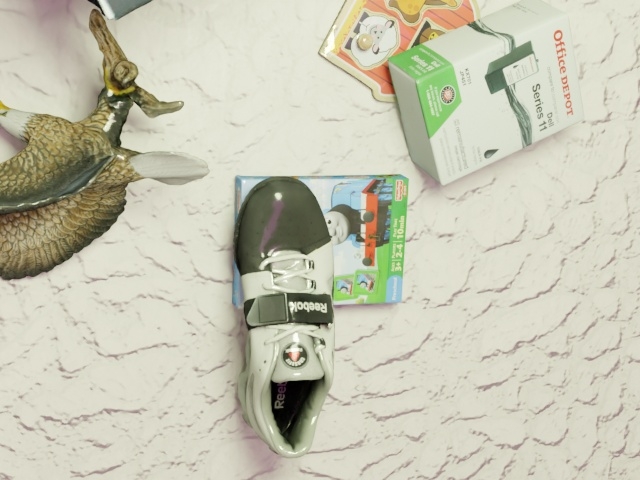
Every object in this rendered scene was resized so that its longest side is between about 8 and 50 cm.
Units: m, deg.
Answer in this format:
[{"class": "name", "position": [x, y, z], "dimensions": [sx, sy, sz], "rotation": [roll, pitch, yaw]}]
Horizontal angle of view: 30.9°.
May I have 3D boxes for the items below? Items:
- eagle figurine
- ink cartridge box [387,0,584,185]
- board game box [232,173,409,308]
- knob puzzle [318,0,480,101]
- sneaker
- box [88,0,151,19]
[{"class": "eagle figurine", "position": [-0.295, -0.072, 1.235], "dimensions": [0.298, 0.225, 0.226], "rotation": [-51, 127, -13]}, {"class": "ink cartridge box", "position": [0.203, -0.182, 1.398], "dimensions": [0.208, 0.087, 0.153], "rotation": [-26, 123, -11]}, {"class": "board game box", "position": [0.000, 0.000, 1.416], "dimensions": [0.212, 0.039, 0.160], "rotation": [-1, 103, -16]}, {"class": "knob puzzle", "position": [0.119, -0.253, 1.403], "dimensions": [0.213, 0.030, 0.213], "rotation": [-4, 103, -17]}, {"class": "sneaker", "position": [-0.029, 0.094, 1.335], "dimensions": [0.122, 0.146, 0.330], "rotation": [-5, 106, -14]}, {"class": "box", "position": [-0.114, -0.418, 1.142], "dimensions": [0.395, 0.293, 0.212], "rotation": [-33, 116, -9]}]
